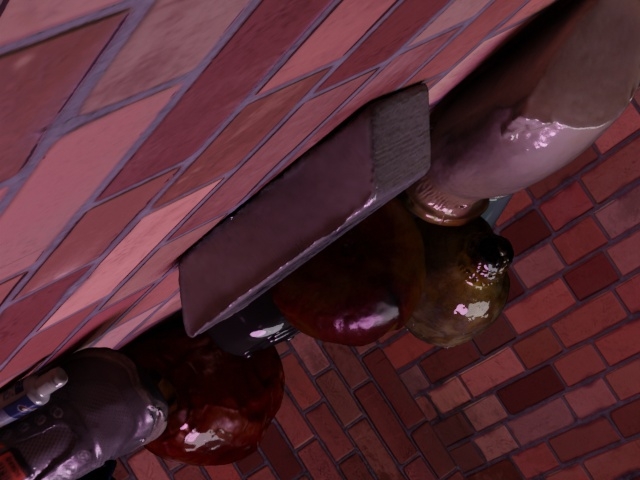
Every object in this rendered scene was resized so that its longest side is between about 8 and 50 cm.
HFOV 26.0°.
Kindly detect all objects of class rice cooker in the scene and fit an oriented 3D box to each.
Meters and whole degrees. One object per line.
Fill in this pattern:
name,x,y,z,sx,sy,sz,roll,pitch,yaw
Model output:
rice cooker,-0.064,0.069,1.741,0.203,0.118,0.142,-23,170,-42

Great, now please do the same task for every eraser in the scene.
eraser,-0.020,-0.022,1.365,0.352,0.077,0.111,-37,173,38

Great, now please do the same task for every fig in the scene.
fig,0.062,0.050,1.635,0.190,0.190,0.290,-34,144,15

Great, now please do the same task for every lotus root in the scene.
lotus root,0.164,0.041,1.758,0.173,0.173,0.309,-32,172,-9

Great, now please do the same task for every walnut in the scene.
walnut,-0.188,0.211,1.946,0.244,0.221,0.269,-17,168,30

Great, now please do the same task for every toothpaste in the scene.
toothpaste,-0.365,0.194,1.543,0.216,0.037,0.062,-29,-179,23

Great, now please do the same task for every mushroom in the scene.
mushroom,0.205,-0.119,1.490,0.407,0.137,0.154,134,-28,-60

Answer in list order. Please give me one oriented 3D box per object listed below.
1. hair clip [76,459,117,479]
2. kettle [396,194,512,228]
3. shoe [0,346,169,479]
hair clip,-0.396,0.330,1.965,0.206,0.194,0.310,-16,169,-31
kettle,0.156,-0.062,1.906,0.210,0.160,0.243,-1,157,-17
shoe,-0.324,0.235,1.585,0.336,0.132,0.171,-29,-175,41
